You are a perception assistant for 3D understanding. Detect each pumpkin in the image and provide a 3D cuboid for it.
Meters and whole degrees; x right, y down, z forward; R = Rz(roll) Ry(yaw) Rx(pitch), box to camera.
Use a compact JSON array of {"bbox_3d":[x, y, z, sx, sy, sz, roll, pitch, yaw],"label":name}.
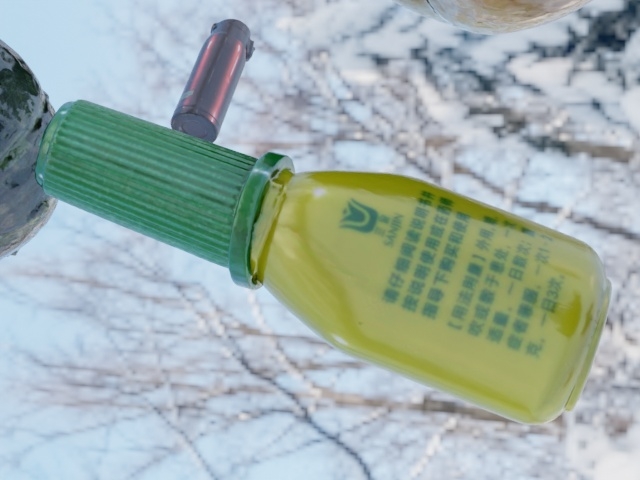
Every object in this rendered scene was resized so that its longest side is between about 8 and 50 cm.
[{"bbox_3d":[-0.252,-0.066,0.991,0.190,0.190,0.146,67,-153,-43],"label":"pumpkin"}]

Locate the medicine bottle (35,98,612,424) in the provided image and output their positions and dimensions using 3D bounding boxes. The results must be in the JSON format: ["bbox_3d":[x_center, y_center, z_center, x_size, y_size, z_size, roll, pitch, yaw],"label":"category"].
[{"bbox_3d":[0.000,0.000,0.825,0.076,0.308,0.111,108,-176,-53],"label":"medicine bottle"}]

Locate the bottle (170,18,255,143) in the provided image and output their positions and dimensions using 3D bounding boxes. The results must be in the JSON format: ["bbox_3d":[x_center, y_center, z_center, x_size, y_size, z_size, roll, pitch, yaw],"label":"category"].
[{"bbox_3d":[-0.119,-0.184,1.789,0.060,0.060,0.164,65,-148,-45],"label":"bottle"}]

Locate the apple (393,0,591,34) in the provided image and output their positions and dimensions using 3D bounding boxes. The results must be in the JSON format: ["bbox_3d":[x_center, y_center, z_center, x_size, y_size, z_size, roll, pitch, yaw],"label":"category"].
[{"bbox_3d":[0.100,-0.265,0.998,0.233,0.286,0.286,-60,-28,-2],"label":"apple"}]
